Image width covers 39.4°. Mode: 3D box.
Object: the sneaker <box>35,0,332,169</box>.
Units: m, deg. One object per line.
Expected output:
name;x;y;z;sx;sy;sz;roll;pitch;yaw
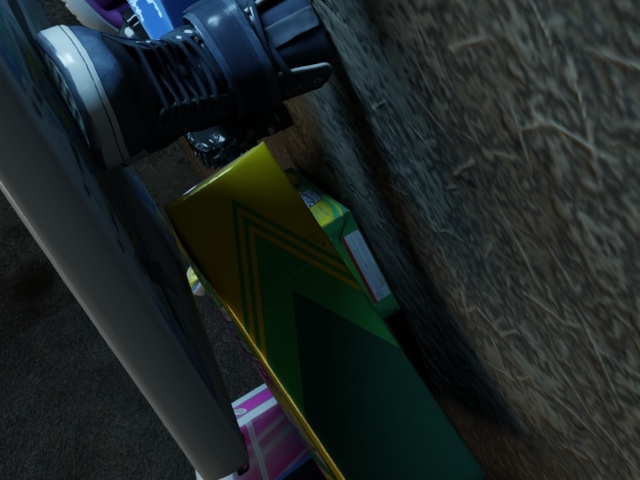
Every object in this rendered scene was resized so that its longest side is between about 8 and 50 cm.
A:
sneaker;-0.072;-0.109;0.538;0.226;0.164;0.086;-136;22;-83

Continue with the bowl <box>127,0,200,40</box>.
bowl;-0.171;-0.307;0.799;0.391;0.077;0.391;59;173;11

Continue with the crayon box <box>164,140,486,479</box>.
crayon box;-0.018;0.091;0.855;0.313;0.106;0.363;58;171;0

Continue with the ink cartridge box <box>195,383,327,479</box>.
ink cartridge box;-0.012;0.247;1.126;0.069;0.371;0.175;0;104;33

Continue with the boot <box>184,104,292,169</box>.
boot;-0.095;-0.127;0.914;0.121;0.099;0.045;53;169;41

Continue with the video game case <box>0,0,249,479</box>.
video game case;-0.154;-0.051;0.569;0.329;0.036;0.300;65;176;-33

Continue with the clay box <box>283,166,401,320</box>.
clay box;0.000;0.000;0.963;0.127;0.053;0.222;61;173;-25

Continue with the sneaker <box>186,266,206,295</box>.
sneaker;-0.122;0.034;1.434;0.126;0.240;0.091;44;-145;9

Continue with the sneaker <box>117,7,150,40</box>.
sneaker;-0.179;-0.199;1.126;0.216;0.121;0.079;62;174;-22

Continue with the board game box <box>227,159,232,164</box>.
board game box;-0.131;-0.071;1.715;0.136;0.030;0.259;51;169;39

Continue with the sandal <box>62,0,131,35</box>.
sandal;-0.251;-0.330;1.242;0.416;0.102;0.169;46;-156;-60
